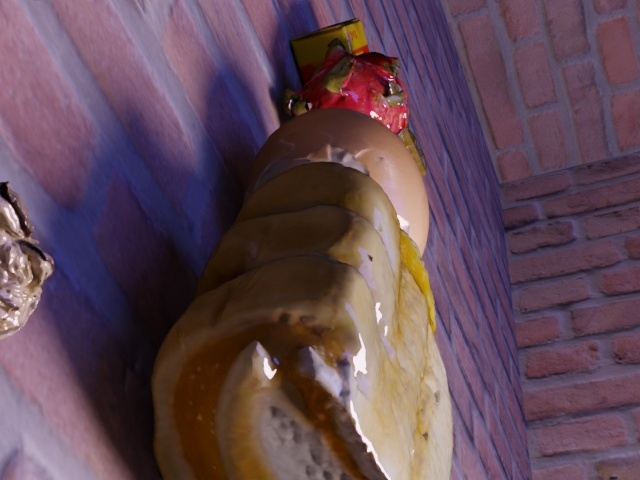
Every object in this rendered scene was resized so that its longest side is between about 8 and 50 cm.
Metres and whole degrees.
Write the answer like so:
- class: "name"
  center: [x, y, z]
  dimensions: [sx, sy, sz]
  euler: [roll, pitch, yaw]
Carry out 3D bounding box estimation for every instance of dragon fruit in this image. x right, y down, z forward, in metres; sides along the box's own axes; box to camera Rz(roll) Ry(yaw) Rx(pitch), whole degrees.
- class: "dragon fruit"
  center: [0.033, -0.177, 1.292]
  dimensions: [0.166, 0.160, 0.172]
  euler: [57, 32, -5]

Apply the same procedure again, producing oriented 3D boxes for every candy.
- class: "candy"
  center: [0.047, -0.185, 1.466]
  dimensions: [0.146, 0.088, 0.276]
  euler: [-53, 128, -68]

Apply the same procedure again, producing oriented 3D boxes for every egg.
- class: "egg"
  center: [0.016, -0.040, 1.055]
  dimensions: [0.244, 0.201, 0.201]
  euler: [-87, 158, -50]

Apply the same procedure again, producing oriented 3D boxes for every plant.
- class: "plant"
  center: [-0.197, -0.008, 0.528]
  dimensions: [0.122, 0.104, 0.117]
  euler: [-125, -143, -66]

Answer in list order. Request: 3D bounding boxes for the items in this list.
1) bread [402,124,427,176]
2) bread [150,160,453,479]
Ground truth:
- class: "bread"
  center: [0.110, -0.194, 1.682]
  dimensions: [0.087, 0.098, 0.269]
  euler: [35, -16, 40]
- class: "bread"
  center: [-0.012, 0.107, 0.826]
  dimensions: [0.341, 0.210, 0.300]
  euler: [-77, 150, -52]
